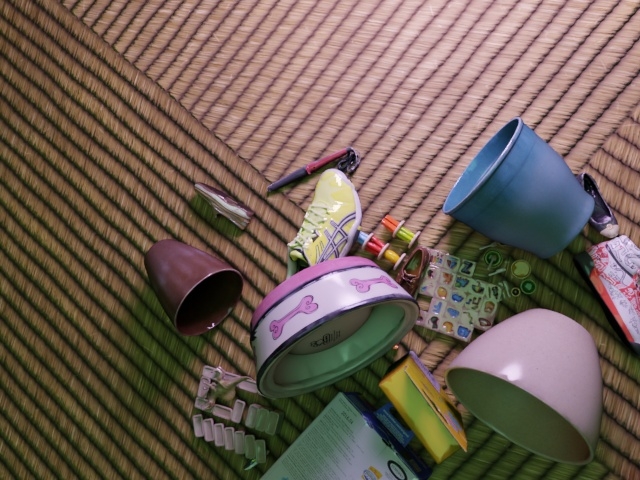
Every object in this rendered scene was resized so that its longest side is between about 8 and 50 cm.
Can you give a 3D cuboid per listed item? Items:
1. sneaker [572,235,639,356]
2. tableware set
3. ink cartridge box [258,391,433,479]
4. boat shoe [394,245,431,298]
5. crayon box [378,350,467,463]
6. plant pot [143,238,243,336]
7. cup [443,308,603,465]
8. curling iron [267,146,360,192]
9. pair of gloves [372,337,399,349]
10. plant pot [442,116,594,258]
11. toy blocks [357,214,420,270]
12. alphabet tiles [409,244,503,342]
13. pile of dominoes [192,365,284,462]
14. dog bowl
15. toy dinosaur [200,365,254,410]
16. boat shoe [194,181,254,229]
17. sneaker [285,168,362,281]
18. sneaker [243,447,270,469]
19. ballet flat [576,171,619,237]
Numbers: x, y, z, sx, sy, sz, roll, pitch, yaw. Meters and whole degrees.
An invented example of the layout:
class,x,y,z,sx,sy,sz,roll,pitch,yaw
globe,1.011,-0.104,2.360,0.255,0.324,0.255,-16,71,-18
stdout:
class,x,y,z,sx,sy,sz,roll,pitch,yaw
sneaker,0.724,0.121,1.241,0.145,0.090,0.270,-29,77,10
tableware set,0.470,0.069,1.335,0.104,0.024,0.154,-20,80,9
ink cartridge box,0.073,0.552,1.278,0.395,0.151,0.270,-49,62,5
boat shoe,0.222,0.094,1.356,0.064,0.060,0.177,25,91,20
crayon box,0.231,0.366,1.204,0.081,0.318,0.202,-39,78,6
plant pot,-0.362,0.101,1.433,0.230,0.215,0.215,38,93,28
cup,0.479,0.294,1.189,0.331,0.331,0.237,35,66,13
curling iron,-0.020,-0.186,1.458,0.274,0.035,0.068,-18,81,9
pair of gloves,0.173,0.239,1.387,0.074,0.010,0.083,13,85,14
plant pot,0.469,-0.099,1.243,0.255,0.271,0.271,36,93,-1
toy blocks,0.166,-0.011,1.392,0.148,0.054,0.123,34,93,13
alphabet tiles,0.328,0.138,1.353,0.237,0.009,0.198,17,88,19
pile of dominoes,-0.225,0.466,1.445,0.251,0.040,0.195,12,85,20
dog bowl,0.018,0.197,1.244,0.408,0.408,0.150,-33,60,7
toy dinosaur,-0.256,0.382,1.431,0.183,0.053,0.092,-37,86,17
boat shoe,-0.282,-0.094,1.493,0.190,0.068,0.072,32,103,13
sneaker,0.000,0.000,1.363,0.145,0.147,0.384,6,83,37
sneaker,-0.173,0.576,1.420,0.083,0.031,0.035,-38,72,-3
ballet flat,0.659,-0.084,1.283,0.058,0.049,0.173,-24,69,10
